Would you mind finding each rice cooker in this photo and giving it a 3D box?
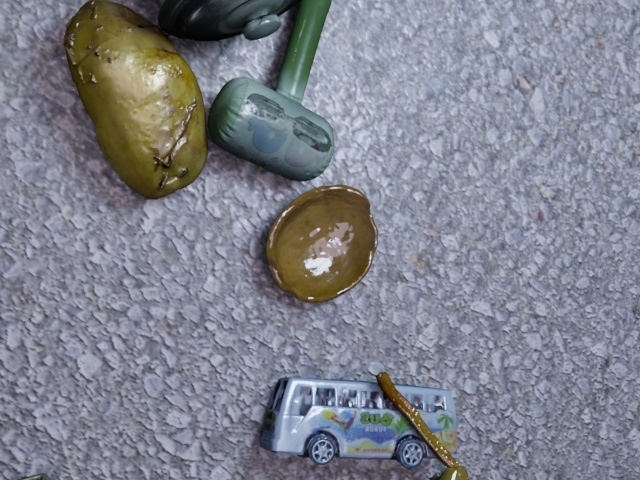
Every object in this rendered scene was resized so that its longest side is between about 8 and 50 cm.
[{"bbox_3d":[-0.140,-0.432,1.023,0.264,0.316,0.317,-23,99,-39],"label":"rice cooker"}]

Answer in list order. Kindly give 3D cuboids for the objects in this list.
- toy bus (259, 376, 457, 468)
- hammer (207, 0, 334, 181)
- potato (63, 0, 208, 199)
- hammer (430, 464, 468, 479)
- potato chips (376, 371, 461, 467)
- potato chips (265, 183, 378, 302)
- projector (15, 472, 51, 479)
[{"bbox_3d":[0.068,0.307,1.200,0.329,0.109,0.136,8,79,-18],"label":"toy bus"},{"bbox_3d":[-0.048,-0.274,1.143,0.206,0.118,0.336,24,74,-33],"label":"hammer"},{"bbox_3d":[-0.268,-0.214,1.059,0.172,0.140,0.300,-27,103,-19],"label":"potato"},{"bbox_3d":[0.160,0.519,1.237,0.202,0.113,0.305,43,74,-17],"label":"hammer"},{"bbox_3d":[0.157,0.296,1.166,0.026,0.037,0.204,-38,92,-17],"label":"potato chips"},{"bbox_3d":[-0.001,0.001,1.192,0.195,0.062,0.208,26,82,-22],"label":"potato chips"},{"bbox_3d":[-0.491,0.469,1.030,0.269,0.088,0.194,-33,103,-14],"label":"projector"}]
